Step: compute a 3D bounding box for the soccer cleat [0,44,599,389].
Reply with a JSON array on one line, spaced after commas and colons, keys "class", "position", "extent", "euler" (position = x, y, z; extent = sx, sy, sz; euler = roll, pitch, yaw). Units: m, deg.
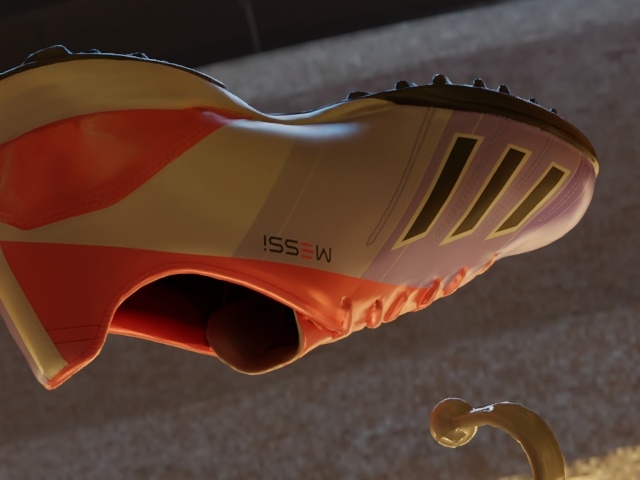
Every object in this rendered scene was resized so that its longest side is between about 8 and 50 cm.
[{"class": "soccer cleat", "position": [0.000, 0.000, 0.738], "extent": [0.318, 0.116, 0.108], "euler": [2, 153, -42]}]

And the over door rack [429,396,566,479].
[{"class": "over door rack", "position": [-0.034, 0.227, 0.658], "extent": [0.108, 0.324, 0.239], "euler": [25, -150, 38]}]
